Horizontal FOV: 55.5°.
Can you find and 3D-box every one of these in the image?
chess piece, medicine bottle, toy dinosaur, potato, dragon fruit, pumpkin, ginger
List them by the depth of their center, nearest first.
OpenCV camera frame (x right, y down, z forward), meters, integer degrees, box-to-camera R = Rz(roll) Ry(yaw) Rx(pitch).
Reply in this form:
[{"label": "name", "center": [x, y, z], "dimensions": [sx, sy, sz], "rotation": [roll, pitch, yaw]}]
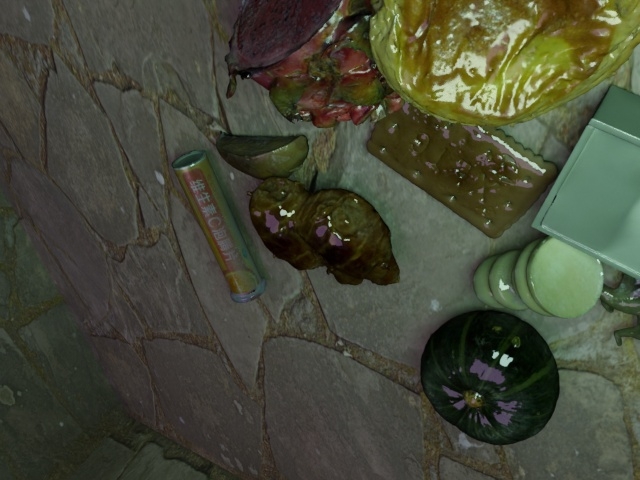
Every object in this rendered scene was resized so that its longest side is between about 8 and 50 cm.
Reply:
[{"label": "dragon fruit", "center": [0.034, -0.321, 0.980], "dimensions": [0.314, 0.296, 0.263], "rotation": [-19, 147, 38]}, {"label": "toy dinosaur", "center": [0.572, 0.121, 1.067], "dimensions": [0.294, 0.077, 0.162], "rotation": [43, 141, -8]}, {"label": "chess piece", "center": [0.374, 0.070, 1.116], "dimensions": [0.144, 0.144, 0.251], "rotation": [46, 165, -6]}, {"label": "pumpkin", "center": [0.363, 0.286, 1.304], "dimensions": [0.300, 0.207, 0.300], "rotation": [22, 127, 33]}, {"label": "ginger", "center": [0.010, 0.002, 1.350], "dimensions": [0.357, 0.152, 0.274], "rotation": [14, 137, 16]}, {"label": "potato", "center": [-0.146, -0.172, 1.376], "dimensions": [0.261, 0.100, 0.120], "rotation": [8, 130, 36]}, {"label": "medicine bottle", "center": [-0.267, -0.029, 1.613], "dimensions": [0.108, 0.108, 0.426], "rotation": [4, 128, 38]}]

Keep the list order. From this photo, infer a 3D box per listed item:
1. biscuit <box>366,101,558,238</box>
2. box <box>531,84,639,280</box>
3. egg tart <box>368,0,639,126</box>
[{"label": "biscuit", "center": [0.245, -0.148, 1.116], "dimensions": [0.325, 0.044, 0.217], "rotation": [37, 140, 6]}, {"label": "box", "center": [0.481, -0.078, 0.922], "dimensions": [0.225, 0.117, 0.225], "rotation": [29, 141, 16]}, {"label": "egg tart", "center": [0.230, -0.299, 0.760], "dimensions": [0.352, 0.150, 0.352], "rotation": [5, 141, 4]}]
